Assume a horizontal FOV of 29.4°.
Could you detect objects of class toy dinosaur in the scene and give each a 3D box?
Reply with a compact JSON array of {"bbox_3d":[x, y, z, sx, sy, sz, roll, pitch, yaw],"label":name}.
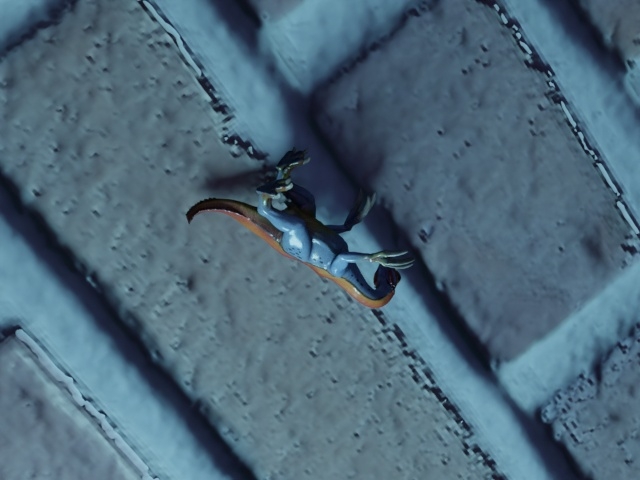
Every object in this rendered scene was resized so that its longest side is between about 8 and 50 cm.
[{"bbox_3d":[0.000,0.000,0.547,0.090,0.047,0.082,-13,121,20],"label":"toy dinosaur"}]
